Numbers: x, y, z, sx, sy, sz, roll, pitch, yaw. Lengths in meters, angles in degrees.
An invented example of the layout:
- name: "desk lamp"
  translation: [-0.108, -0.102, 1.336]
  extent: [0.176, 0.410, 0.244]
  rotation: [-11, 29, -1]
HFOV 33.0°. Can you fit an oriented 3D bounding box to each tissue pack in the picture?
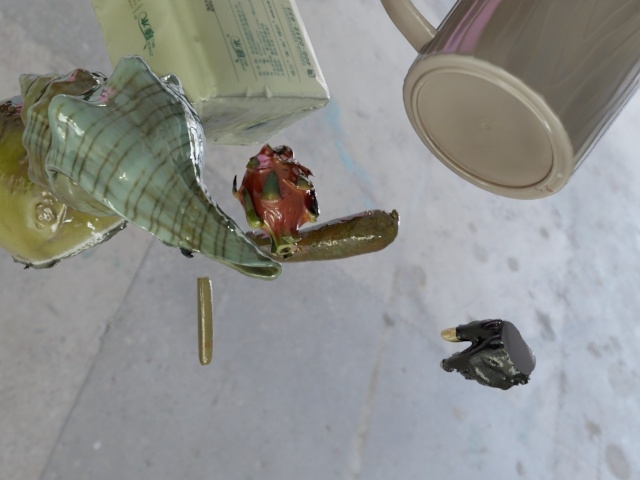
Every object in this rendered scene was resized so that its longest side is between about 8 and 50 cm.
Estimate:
- name: "tissue pack"
  translation: [-0.188, -0.348, 1.710]
  extent: [0.297, 0.207, 0.381]
  rotation: [-5, 72, -47]

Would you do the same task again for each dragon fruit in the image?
- name: "dragon fruit"
  translation: [-0.042, -0.040, 1.108]
  extent: [0.086, 0.081, 0.116]
  rotation: [-11, 68, -30]

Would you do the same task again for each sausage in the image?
- name: "sausage"
  translation: [-0.168, 0.118, 1.576]
  extent: [0.024, 0.024, 0.132]
  rotation: [-9, 101, -48]

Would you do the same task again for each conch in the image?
- name: "conch"
  translation: [-0.182, -0.093, 1.047]
  extent: [0.203, 0.386, 0.170]
  rotation: [5, 102, -53]

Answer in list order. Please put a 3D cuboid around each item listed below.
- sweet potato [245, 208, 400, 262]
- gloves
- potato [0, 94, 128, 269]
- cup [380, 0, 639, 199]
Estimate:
- name: "sweet potato"
  translation: [0.000, 0.000, 1.774]
  extent: [0.075, 0.273, 0.075]
  rotation: [-10, 90, -74]
- name: "gloves"
  translation: [0.278, 0.215, 1.913]
  extent: [0.129, 0.180, 0.106]
  rotation: [32, 48, -28]
- name: "potato"
  translation: [-0.370, -0.106, 1.471]
  extent: [0.196, 0.299, 0.246]
  rotation: [57, 46, -31]
- name: "cup"
  translation: [0.220, -0.226, 1.135]
  extent: [0.273, 0.208, 0.288]
  rotation: [-52, 121, -25]
